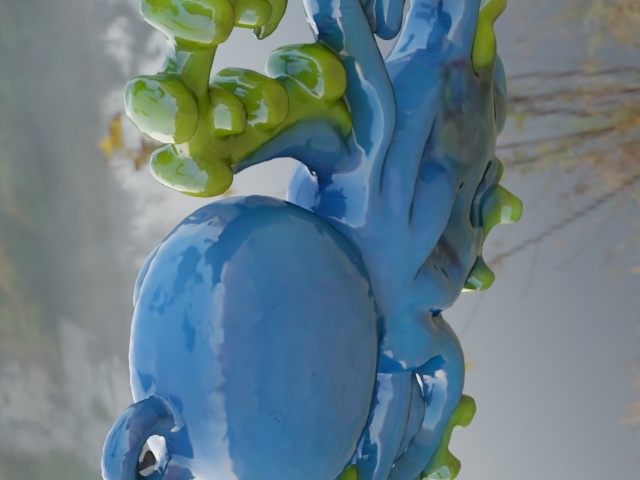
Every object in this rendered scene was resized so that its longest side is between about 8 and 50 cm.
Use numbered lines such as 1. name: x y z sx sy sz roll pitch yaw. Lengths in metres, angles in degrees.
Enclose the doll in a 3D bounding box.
1. doll: 0.000 0.000 0.744 0.099 0.341 0.346 11 129 29
